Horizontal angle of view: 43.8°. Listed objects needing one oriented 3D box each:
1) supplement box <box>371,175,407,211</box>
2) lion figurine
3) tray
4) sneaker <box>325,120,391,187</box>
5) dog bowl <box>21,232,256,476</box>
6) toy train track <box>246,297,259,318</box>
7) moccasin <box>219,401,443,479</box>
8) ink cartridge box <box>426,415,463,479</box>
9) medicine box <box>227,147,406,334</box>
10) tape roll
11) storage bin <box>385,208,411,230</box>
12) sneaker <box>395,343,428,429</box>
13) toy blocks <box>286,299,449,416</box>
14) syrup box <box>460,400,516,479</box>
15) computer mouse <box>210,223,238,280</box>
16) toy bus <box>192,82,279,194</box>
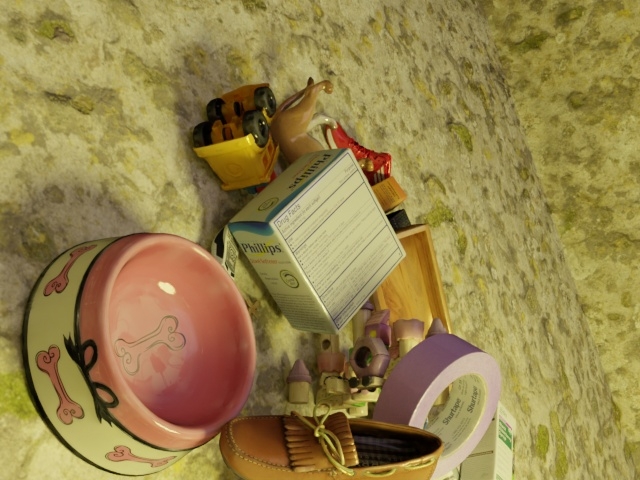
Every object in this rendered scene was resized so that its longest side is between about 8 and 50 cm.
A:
[{"bbox_3d":[0.119,-0.085,2.034,0.233,0.080,0.078,-31,86,-42],"label":"supplement box"},{"bbox_3d":[-0.027,-0.199,1.892,0.240,0.142,0.392,-23,74,-20],"label":"lion figurine"},{"bbox_3d":[0.209,0.183,1.929,0.203,0.076,0.410,-18,97,-28],"label":"tray"},{"bbox_3d":[0.115,-0.240,2.119,0.221,0.128,0.087,56,34,-22],"label":"sneaker"},{"bbox_3d":[-0.269,0.169,1.310,0.408,0.150,0.407,32,47,-42],"label":"dog bowl"},{"bbox_3d":[-0.151,0.149,1.619,0.083,0.014,0.048,-50,121,-48],"label":"toy train track"},{"bbox_3d":[0.024,0.339,1.298,0.380,0.147,0.139,15,35,-16],"label":"moccasin"},{"bbox_3d":[0.318,0.583,1.956,0.198,0.115,0.272,-15,85,-58],"label":"ink cartridge box"},{"bbox_3d":[0.000,0.000,1.650,0.263,0.149,0.289,-45,117,-32],"label":"medicine box"},{"bbox_3d":[0.229,0.321,1.542,0.275,0.090,0.274,-21,123,-35],"label":"tape roll"},{"bbox_3d":[0.155,-0.006,2.049,0.180,0.122,0.084,-35,102,-57],"label":"storage bin"},{"bbox_3d":[0.205,0.370,1.808,0.112,0.131,0.296,19,77,-26],"label":"sneaker"},{"bbox_3d":[0.093,0.216,1.686,0.309,0.289,0.259,23,60,-46],"label":"toy blocks"},{"bbox_3d":[0.409,0.513,1.934,0.093,0.096,0.236,49,37,-28],"label":"syrup box"},{"bbox_3d":[-0.197,0.054,1.573,0.106,0.042,0.192,63,23,-48],"label":"computer mouse"},{"bbox_3d":[-0.151,-0.203,1.716,0.220,0.150,0.211,-76,147,-46],"label":"toy bus"}]
